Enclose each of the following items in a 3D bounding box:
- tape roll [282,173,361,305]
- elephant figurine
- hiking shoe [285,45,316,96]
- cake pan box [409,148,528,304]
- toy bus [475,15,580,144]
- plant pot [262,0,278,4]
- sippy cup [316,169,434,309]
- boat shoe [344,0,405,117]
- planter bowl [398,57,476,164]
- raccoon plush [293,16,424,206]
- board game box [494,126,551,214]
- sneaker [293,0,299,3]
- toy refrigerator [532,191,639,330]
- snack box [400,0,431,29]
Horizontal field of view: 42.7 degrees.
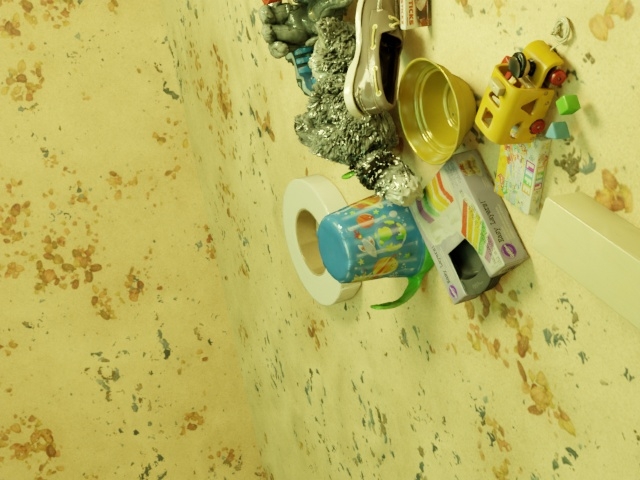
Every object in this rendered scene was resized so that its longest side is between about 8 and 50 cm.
[{"bbox_3d":[0.000,0.000,2.412,0.392,0.072,0.392,44,142,49],"label":"tape roll"},{"bbox_3d":[-0.013,-0.527,1.964,0.186,0.239,0.169,-82,-22,-48],"label":"elephant figurine"},{"bbox_3d":[-0.014,-0.468,2.101,0.304,0.113,0.132,56,148,33],"label":"hiking shoe"},{"bbox_3d":[0.305,-0.018,1.722,0.267,0.070,0.246,68,158,15],"label":"cake pan box"},{"bbox_3d":[0.340,-0.263,1.415,0.191,0.104,0.202,171,91,-69],"label":"toy bus"},{"bbox_3d":[-0.023,-0.715,1.812,0.267,0.236,0.267,-34,73,65],"label":"plant pot"},{"bbox_3d":[0.122,-0.003,1.944,0.305,0.224,0.240,62,154,26],"label":"sippy cup"},{"bbox_3d":[0.130,-0.417,1.737,0.097,0.116,0.324,-1,70,35],"label":"boat shoe"},{"bbox_3d":[0.251,-0.267,1.656,0.217,0.090,0.217,44,141,50],"label":"planter bowl"},{"bbox_3d":[0.127,-0.315,1.843,0.446,0.216,0.299,36,129,34],"label":"raccoon plush"},{"bbox_3d":[0.377,-0.139,1.534,0.103,0.026,0.154,45,143,48],"label":"board game box"},{"bbox_3d":[-0.015,-0.624,2.049,0.188,0.078,0.067,2,105,64],"label":"sneaker"},{"bbox_3d":[0.478,0.029,1.334,0.269,0.094,0.102,46,137,47],"label":"toy refrigerator"},{"bbox_3d":[0.192,-0.523,1.663,0.022,0.064,0.178,38,138,57],"label":"snack box"}]
